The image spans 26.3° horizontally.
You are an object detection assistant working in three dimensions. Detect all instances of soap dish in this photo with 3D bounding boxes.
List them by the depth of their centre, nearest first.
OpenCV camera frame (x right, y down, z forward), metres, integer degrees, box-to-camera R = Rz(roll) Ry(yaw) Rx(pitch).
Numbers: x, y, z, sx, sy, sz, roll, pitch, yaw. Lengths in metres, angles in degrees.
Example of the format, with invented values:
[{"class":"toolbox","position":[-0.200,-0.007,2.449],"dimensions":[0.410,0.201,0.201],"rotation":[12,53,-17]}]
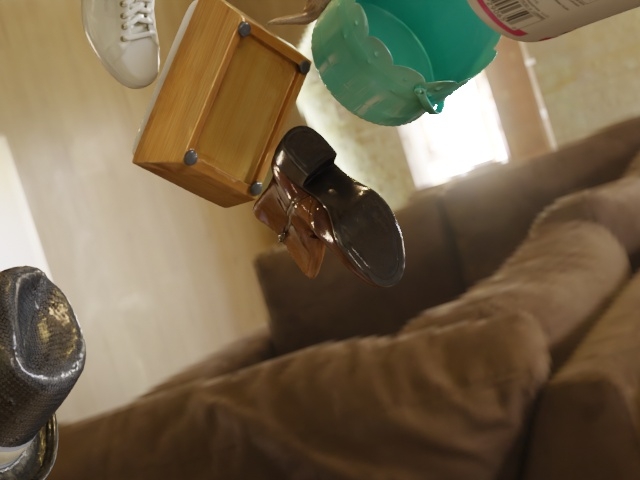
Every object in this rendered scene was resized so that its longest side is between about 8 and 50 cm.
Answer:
[{"class":"soap dish","position":[-0.147,-0.211,2.123],"dimensions":[0.118,0.291,0.229],"rotation":[19,-5,39]}]

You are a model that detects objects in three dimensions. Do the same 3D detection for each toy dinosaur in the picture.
[{"class":"toy dinosaur","position":[0.031,-0.460,2.401],"dimensions":[0.295,0.127,0.200],"rotation":[-45,23,3]}]

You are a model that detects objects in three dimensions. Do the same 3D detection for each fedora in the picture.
[{"class":"fedora","position":[-0.381,0.133,1.654],"dimensions":[0.152,0.334,0.334],"rotation":[-35,-2,14]}]

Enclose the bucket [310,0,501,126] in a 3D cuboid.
[{"class":"bucket","position":[0.131,-0.327,2.180],"dimensions":[0.281,0.281,0.183],"rotation":[-19,-12,-35]}]

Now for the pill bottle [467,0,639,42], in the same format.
[{"class":"pill bottle","position":[0.258,-0.277,1.164],"dimensions":[0.160,0.160,0.283],"rotation":[-19,4,-35]}]

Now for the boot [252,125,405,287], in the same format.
[{"class":"boot","position":[0.000,0.000,1.964],"dimensions":[0.096,0.264,0.280],"rotation":[-39,-11,-25]}]

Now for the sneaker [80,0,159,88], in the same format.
[{"class":"sneaker","position":[-0.289,-0.367,2.008],"dimensions":[0.106,0.290,0.123],"rotation":[-23,12,-38]}]
